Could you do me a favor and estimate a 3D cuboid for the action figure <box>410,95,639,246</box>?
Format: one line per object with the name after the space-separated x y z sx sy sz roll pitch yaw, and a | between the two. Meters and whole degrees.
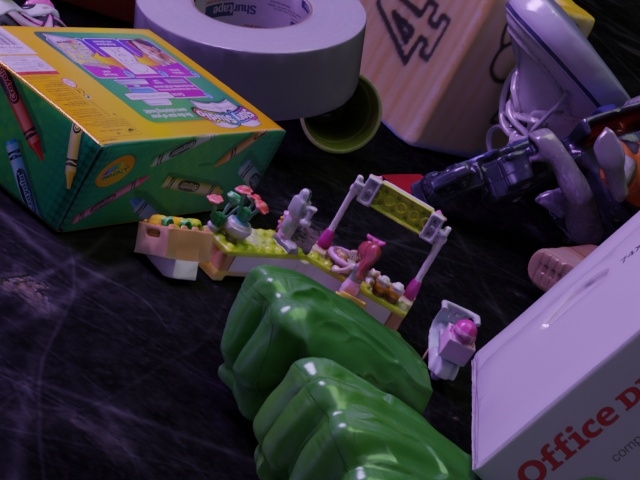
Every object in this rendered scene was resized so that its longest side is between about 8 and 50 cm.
0.277 -0.041 1.812 0.330 0.341 0.178 149 -77 -79 | action figure

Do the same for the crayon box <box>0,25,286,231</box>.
-0.169 -0.095 1.486 0.165 0.081 0.278 38 21 20 | crayon box

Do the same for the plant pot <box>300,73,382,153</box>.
0.013 -0.135 1.863 0.083 0.083 0.079 24 8 -17 | plant pot

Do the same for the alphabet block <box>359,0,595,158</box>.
0.149 -0.222 2.073 0.192 0.197 0.193 8 29 -47 | alphabet block

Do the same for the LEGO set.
0.000 0.000 1.451 0.287 0.107 0.132 23 20 -19 | LEGO set

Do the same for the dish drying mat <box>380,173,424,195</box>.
0.089 -0.055 1.861 0.032 0.008 0.083 39 21 23 | dish drying mat

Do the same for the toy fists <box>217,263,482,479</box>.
0.009 0.112 1.212 0.142 0.096 0.279 37 14 -30 | toy fists

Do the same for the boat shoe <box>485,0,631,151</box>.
0.249 -0.130 2.000 0.367 0.156 0.136 43 13 -54 | boat shoe

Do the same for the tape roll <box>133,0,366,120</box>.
-0.068 -0.192 1.767 0.219 0.072 0.219 5 29 -3 | tape roll

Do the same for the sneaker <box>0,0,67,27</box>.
-0.245 -0.157 1.558 0.077 0.072 0.178 43 27 3 | sneaker

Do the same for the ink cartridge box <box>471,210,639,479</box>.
0.259 0.141 1.232 0.270 0.198 0.197 44 17 -10 | ink cartridge box

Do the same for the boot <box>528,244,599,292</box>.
0.329 0.082 1.736 0.207 0.090 0.248 12 22 -35 | boot

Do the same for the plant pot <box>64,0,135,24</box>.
-0.224 -0.371 1.860 0.267 0.267 0.236 16 36 -35 | plant pot
